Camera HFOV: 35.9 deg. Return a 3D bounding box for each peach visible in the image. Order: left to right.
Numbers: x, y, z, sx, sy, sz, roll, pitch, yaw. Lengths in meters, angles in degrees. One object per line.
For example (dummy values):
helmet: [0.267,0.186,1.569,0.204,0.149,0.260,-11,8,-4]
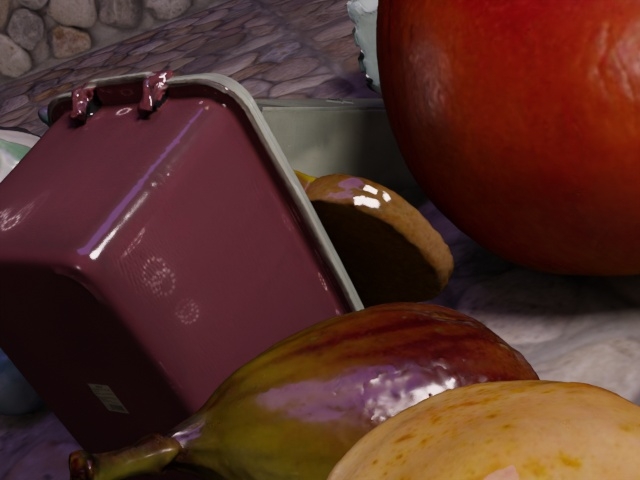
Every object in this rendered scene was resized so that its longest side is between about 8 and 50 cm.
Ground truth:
peach: [0.222,-0.165,0.772,0.388,0.388,0.388,-16,24,7]

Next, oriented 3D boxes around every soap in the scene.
soap: [0.161,-0.316,1.411,0.094,0.150,0.261,10,37,40]

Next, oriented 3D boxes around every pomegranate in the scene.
pomegranate: [0.088,0.157,0.404,0.207,0.207,0.207,-16,24,7]

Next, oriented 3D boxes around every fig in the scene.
fig: [-0.005,0.117,0.568,0.274,0.145,0.170,-4,20,-23]

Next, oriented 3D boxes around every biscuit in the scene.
biscuit: [-0.025,0.013,0.781,0.290,0.208,0.041,-10,45,43]

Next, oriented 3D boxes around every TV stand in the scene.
TV stand: [0.016,-0.096,0.978,0.270,0.088,0.083,-7,18,-44]

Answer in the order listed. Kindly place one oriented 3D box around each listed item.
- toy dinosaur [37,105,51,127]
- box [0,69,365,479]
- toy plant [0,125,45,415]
toy dinosaur: [-0.198,-0.110,1.076,0.331,0.129,0.383,6,1,-35]
box: [-0.102,0.047,0.678,0.193,0.294,0.167,-1,41,36]
toy plant: [-0.263,0.029,0.938,0.247,0.247,0.332,-31,33,-24]
